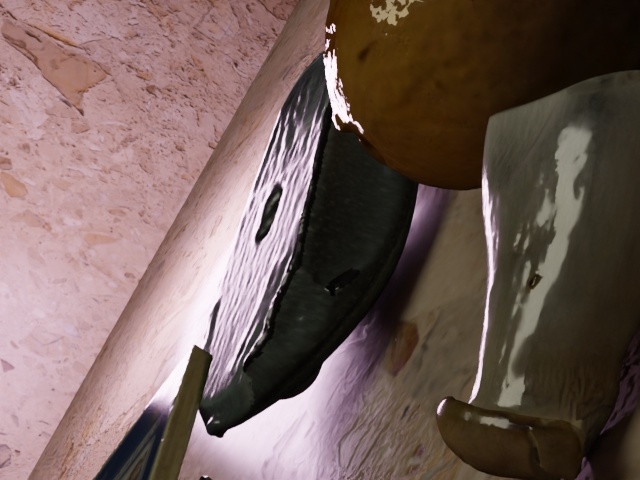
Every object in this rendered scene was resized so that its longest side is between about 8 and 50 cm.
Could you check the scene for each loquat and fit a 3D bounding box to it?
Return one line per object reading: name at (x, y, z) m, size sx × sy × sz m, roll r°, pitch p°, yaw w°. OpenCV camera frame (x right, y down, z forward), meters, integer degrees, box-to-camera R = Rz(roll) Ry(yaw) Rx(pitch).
loquat at (0.103, -0.143, 0.694) m, size 0.238 × 0.193 × 0.238 m, roll -42°, pitch 5°, yaw 4°

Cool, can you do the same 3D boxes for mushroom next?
mushroom at (0.125, 0.008, 0.530) m, size 0.116 × 0.093 × 0.225 m, roll -13°, pitch 58°, yaw 41°

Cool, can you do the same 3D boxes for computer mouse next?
computer mouse at (0.004, 0.001, 0.921) m, size 0.203 × 0.114 × 0.374 m, roll -30°, pitch 38°, yaw 59°

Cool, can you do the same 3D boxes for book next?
book at (-0.153, 0.232, 0.669) m, size 0.228 × 0.018 × 0.322 m, roll -52°, pitch 15°, yaw 31°

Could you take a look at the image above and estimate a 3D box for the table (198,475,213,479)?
table at (-0.078, 0.236, 0.673) m, size 0.240 × 0.111 × 0.122 m, roll -47°, pitch 17°, yaw 41°
